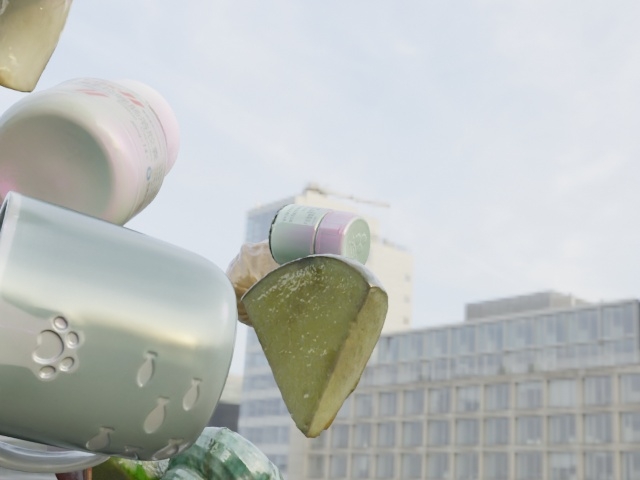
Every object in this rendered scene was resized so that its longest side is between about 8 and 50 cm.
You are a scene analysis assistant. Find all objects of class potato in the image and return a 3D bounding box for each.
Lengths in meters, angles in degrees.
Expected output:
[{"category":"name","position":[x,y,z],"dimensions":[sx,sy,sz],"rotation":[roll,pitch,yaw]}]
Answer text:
[{"category":"potato","position":[0.027,0.136,1.579],"dimensions":[0.112,0.270,0.255],"rotation":[0,-34,-48]}]

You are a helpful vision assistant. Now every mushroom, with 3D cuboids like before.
[{"category":"mushroom","position":[-0.365,-0.390,1.187],"dimensions":[0.356,0.315,0.315],"rotation":[-38,-18,-4]}]

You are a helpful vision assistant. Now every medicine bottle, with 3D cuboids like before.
[{"category":"medicine bottle","position":[0.000,0.000,1.957],"dimensions":[0.168,0.135,0.135],"rotation":[8,-12,31]},{"category":"medicine bottle","position":[-0.361,-0.138,1.569],"dimensions":[0.241,0.241,0.302],"rotation":[1,18,10]}]

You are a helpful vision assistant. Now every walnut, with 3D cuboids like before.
[{"category":"walnut","position":[-0.132,0.102,2.422],"dimensions":[0.224,0.225,0.261],"rotation":[7,25,-13]}]

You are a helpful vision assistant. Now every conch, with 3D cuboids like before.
[{"category":"conch","position":[-0.199,0.463,1.903],"dimensions":[0.277,0.220,0.195],"rotation":[-14,34,-37]}]

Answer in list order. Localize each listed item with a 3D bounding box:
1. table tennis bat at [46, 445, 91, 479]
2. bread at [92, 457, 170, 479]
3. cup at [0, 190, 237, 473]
[{"category":"table tennis bat","position":[-0.363,0.253,1.387],"dimensions":[0.019,0.221,0.130],"rotation":[-11,2,-38]},{"category":"bread","position":[-0.410,0.318,1.945],"dimensions":[0.129,0.366,0.382],"rotation":[-21,-42,12]},{"category":"cup","position":[-0.272,0.145,1.128],"dimensions":[0.274,0.259,0.357],"rotation":[17,-59,-19]}]
